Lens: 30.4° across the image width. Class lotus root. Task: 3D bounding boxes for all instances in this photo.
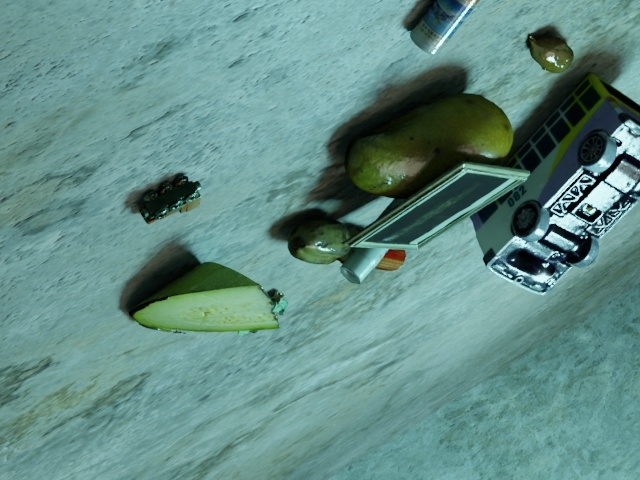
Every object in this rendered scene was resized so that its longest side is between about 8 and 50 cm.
[{"bbox_3d":[0.000,0.000,2.187,0.089,0.081,0.179,-34,160,25],"label":"lotus root"}]

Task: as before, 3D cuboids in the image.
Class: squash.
[{"bbox_3d":[-0.200,0.130,2.047,0.155,0.204,0.237,-56,163,-18],"label":"squash"}]

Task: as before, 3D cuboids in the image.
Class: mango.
[{"bbox_3d":[0.194,-0.156,2.085,0.329,0.175,0.177,-27,117,-22],"label":"mango"}]

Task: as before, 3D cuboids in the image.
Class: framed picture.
[{"bbox_3d":[0.211,-0.054,2.123,0.293,0.018,0.231,-35,157,34],"label":"framed picture"}]

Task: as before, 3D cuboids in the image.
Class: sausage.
[{"bbox_3d":[0.115,0.023,2.409,0.083,0.083,0.264,-45,158,15],"label":"sausage"}]

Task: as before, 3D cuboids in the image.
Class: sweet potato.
[{"bbox_3d":[0.452,-0.346,2.234,0.068,0.068,0.226,-47,156,20],"label":"sweet potato"}]

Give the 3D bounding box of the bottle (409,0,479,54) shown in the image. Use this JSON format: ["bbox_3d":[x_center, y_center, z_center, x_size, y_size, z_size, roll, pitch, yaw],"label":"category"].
[{"bbox_3d":[0.222,-0.386,1.822,0.060,0.060,0.217,-5,139,-53],"label":"bottle"}]

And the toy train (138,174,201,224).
[{"bbox_3d":[-0.229,-0.057,1.792,0.103,0.044,0.064,-29,166,-22],"label":"toy train"}]

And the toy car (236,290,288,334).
[{"bbox_3d":[-0.119,0.149,2.352,0.122,0.035,0.059,-32,158,7],"label":"toy car"}]

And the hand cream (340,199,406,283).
[{"bbox_3d":[0.149,-0.055,2.276,0.331,0.058,0.085,-53,159,-21],"label":"hand cream"}]

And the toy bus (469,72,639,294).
[{"bbox_3d":[0.527,-0.118,2.532,0.209,0.249,0.440,24,119,-33],"label":"toy bus"}]
